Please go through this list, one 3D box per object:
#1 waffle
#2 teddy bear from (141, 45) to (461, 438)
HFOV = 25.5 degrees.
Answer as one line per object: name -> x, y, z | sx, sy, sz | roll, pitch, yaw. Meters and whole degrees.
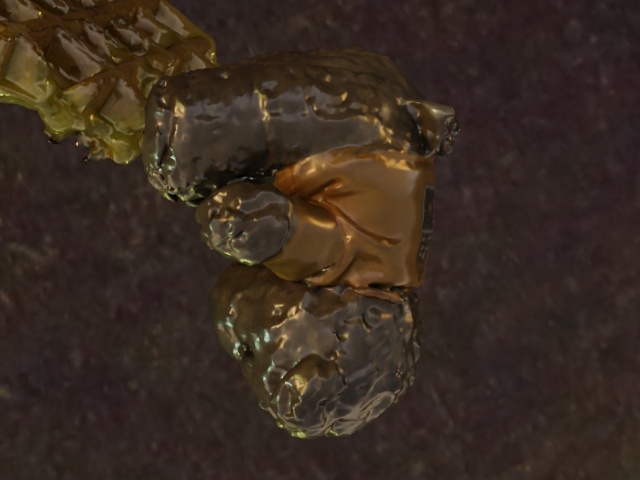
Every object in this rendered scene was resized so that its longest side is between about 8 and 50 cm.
waffle -> -0.175, -0.144, 0.863 | 0.058, 0.281, 0.301 | -54, 154, 20
teddy bear -> 0.000, 0.000, 0.692 | 0.140, 0.177, 0.190 | 1, 96, 14
